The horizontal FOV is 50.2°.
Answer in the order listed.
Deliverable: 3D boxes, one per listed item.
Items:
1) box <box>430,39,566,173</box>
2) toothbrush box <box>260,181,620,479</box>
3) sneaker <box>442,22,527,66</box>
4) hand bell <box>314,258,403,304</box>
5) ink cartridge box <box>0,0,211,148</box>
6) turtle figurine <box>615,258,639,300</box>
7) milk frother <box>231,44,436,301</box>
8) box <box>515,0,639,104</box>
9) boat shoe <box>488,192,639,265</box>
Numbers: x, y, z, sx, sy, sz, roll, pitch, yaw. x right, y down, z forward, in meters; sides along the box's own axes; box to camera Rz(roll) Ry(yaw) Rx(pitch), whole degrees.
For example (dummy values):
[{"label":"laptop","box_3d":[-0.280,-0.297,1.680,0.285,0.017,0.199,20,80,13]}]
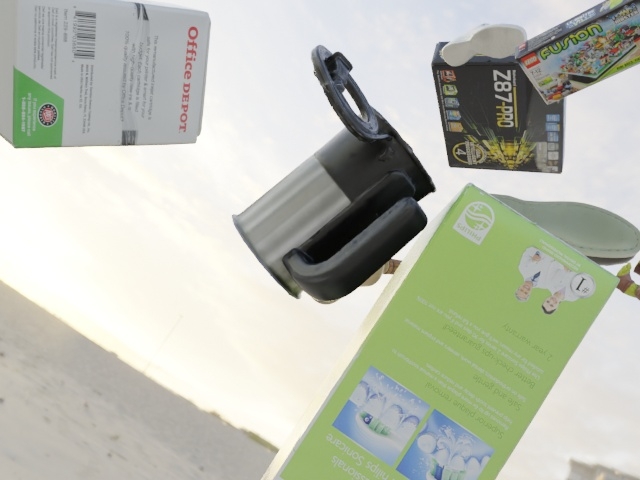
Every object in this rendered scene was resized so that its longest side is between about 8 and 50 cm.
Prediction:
[{"label":"box","box_3d":[0.473,-0.340,1.780,0.318,0.097,0.395,5,-34,21]},{"label":"toothbrush box","box_3d":[0.067,0.120,0.520,0.122,0.283,0.206,32,-5,5]},{"label":"sneaker","box_3d":[0.371,-0.453,1.515,0.212,0.094,0.080,3,-45,50]},{"label":"hand bell","box_3d":[0.106,0.039,1.020,0.242,0.126,0.126,7,-6,-35]},{"label":"ink cartridge box","box_3d":[-0.323,-0.254,1.013,0.121,0.289,0.211,30,-63,43]},{"label":"turtle figurine","box_3d":[0.674,0.116,1.276,0.217,0.269,0.087,50,-14,36]},{"label":"milk frother","box_3d":[-0.005,-0.044,0.485,0.143,0.134,0.129,50,4,-17]},{"label":"box","box_3d":[0.427,-0.304,1.074,0.207,0.036,0.114,-22,-51,37]},{"label":"boat shoe","box_3d":[0.295,-0.006,0.894,0.227,0.081,0.069,13,-38,21]}]
